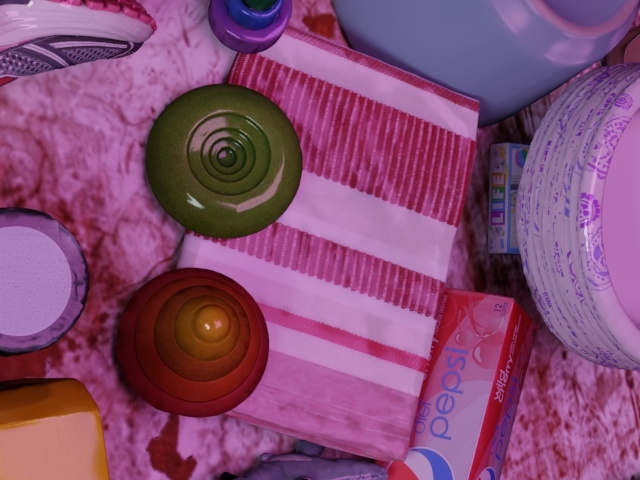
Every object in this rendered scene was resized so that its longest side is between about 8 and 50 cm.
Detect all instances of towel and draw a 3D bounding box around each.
[{"bbox_3d":[0.000,0.000,1.402,0.237,0.037,0.329,20,75,-23],"label":"towel"}]

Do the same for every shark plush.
[{"bbox_3d":[-0.024,0.191,1.378,0.161,0.067,0.073,15,80,-37],"label":"shark plush"}]

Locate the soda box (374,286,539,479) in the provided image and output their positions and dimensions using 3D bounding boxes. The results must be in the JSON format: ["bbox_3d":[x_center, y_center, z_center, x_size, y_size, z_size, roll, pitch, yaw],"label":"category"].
[{"bbox_3d":[0.108,0.176,1.452,0.083,0.092,0.263,39,63,-60],"label":"soda box"}]

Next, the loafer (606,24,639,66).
[{"bbox_3d":[0.343,-0.196,1.688,0.148,0.050,0.056,-35,110,-33],"label":"loafer"}]

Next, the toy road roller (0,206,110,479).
[{"bbox_3d":[-0.278,0.135,1.107,0.241,0.202,0.329,-11,91,-26],"label":"toy road roller"}]

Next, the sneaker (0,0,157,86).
[{"bbox_3d":[-0.247,-0.149,1.199,0.299,0.121,0.112,-10,131,-48],"label":"sneaker"}]

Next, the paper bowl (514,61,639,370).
[{"bbox_3d":[0.292,-0.022,1.544,0.284,0.148,0.284,-2,93,-38],"label":"paper bowl"}]

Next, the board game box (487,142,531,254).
[{"bbox_3d":[0.225,-0.036,1.606,0.154,0.026,0.103,4,87,-38],"label":"board game box"}]

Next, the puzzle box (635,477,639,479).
[{"bbox_3d":[0.342,0.439,1.636,0.272,0.052,0.409,-21,102,-48],"label":"puzzle box"}]

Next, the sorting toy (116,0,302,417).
[{"bbox_3d":[-0.070,-0.050,1.288,0.127,0.126,0.365,11,78,-9],"label":"sorting toy"}]

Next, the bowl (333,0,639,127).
[{"bbox_3d":[0.173,-0.258,1.487,0.311,0.163,0.311,0,89,-38],"label":"bowl"}]
